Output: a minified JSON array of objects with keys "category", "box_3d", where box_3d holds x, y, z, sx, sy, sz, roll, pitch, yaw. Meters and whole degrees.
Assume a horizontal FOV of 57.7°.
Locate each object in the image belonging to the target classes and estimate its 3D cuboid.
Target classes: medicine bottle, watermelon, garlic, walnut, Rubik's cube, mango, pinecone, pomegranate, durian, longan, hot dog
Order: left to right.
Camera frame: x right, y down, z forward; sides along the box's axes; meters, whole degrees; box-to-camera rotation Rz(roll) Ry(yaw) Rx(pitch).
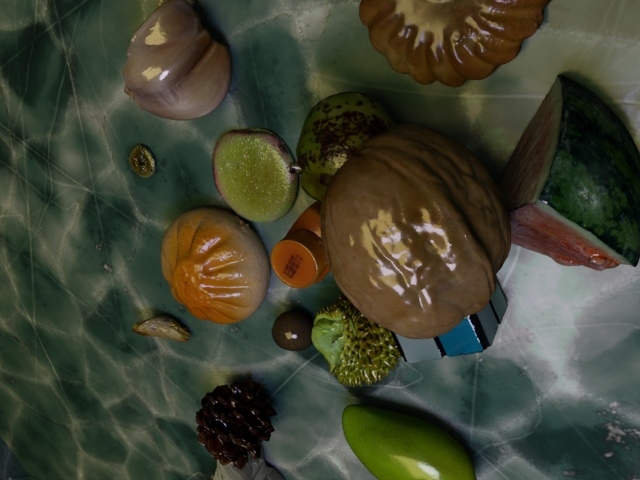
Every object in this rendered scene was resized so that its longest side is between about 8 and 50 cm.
[{"category":"hot dog","box_3d":[-0.439,0.241,1.621,0.168,0.061,0.078,10,153,2]},{"category":"garlic","box_3d":[-0.290,-0.336,1.170,0.228,0.110,0.217,-40,127,14]},{"category":"pinecone","box_3d":[-0.216,0.467,1.525,0.221,0.221,0.222,12,119,23]},{"category":"longan","box_3d":[-0.064,0.221,1.386,0.113,0.092,0.113,10,127,13]},{"category":"medicine bottle","box_3d":[-0.001,-0.001,1.160,0.112,0.222,0.149,39,127,7]},{"category":"durian","box_3d":[0.084,0.201,1.221,0.237,0.176,0.200,131,119,-74]},{"category":"pomegranate","box_3d":[0.089,-0.144,1.047,0.276,0.204,0.222,19,149,24]},{"category":"mango","box_3d":[0.197,0.487,1.334,0.342,0.156,0.193,28,123,16]},{"category":"walnut","box_3d":[0.145,-0.011,0.883,0.313,0.277,0.252,48,141,-13]},{"category":"Rubik's cube","box_3d":[0.232,0.111,1.115,0.183,0.180,0.167,-20,102,36]},{"category":"watermelon","box_3d":[0.407,-0.099,0.961,0.283,0.250,0.292,40,174,-24]}]

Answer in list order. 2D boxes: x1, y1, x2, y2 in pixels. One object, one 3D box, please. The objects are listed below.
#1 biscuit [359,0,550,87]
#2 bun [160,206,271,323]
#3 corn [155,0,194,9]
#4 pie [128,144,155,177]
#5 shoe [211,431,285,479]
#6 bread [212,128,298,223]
[{"category":"biscuit","box_3d":[0.200,-0.408,0.929,0.325,0.107,0.326,13,118,27]},{"category":"bun","box_3d":[-0.266,0.071,1.380,0.298,0.165,0.299,12,119,22]},{"category":"corn","box_3d":[-0.318,-0.423,1.212,0.087,0.087,0.211,32,126,11]},{"category":"pie","box_3d":[-0.439,-0.195,1.431,0.084,0.021,0.084,13,120,24]},{"category":"shoe","box_3d":[-0.255,0.668,1.687,0.210,0.132,0.342,-23,105,32]},{"category":"bread","box_3d":[-0.152,-0.142,1.291,0.228,0.033,0.229,13,120,25]}]
